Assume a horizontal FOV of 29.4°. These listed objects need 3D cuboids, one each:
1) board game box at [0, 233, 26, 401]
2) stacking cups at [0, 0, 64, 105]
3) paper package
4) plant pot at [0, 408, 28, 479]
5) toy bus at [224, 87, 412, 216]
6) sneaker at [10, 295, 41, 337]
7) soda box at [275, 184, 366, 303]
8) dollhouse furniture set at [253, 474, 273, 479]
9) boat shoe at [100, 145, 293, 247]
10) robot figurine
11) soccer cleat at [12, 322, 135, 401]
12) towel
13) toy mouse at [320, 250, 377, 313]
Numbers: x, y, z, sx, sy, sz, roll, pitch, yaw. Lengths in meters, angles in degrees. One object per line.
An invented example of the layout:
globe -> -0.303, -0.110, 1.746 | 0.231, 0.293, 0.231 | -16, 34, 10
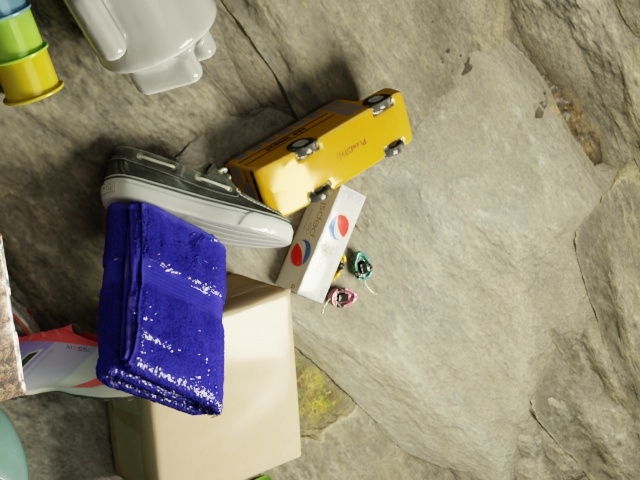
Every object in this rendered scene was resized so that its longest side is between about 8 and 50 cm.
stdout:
board game box -> -0.545, 0.085, 1.678 | 0.141, 0.291, 0.232 | -17, 111, -35
stacking cups -> -0.463, -0.358, 1.761 | 0.096, 0.096, 0.316 | -28, 115, -30
paper package -> -0.200, 0.247, 2.080 | 0.309, 0.168, 0.325 | -15, 110, -35
plant pot -> -0.552, 0.374, 1.813 | 0.290, 0.195, 0.290 | -11, 108, -37
toy bus -> 0.004, -0.159, 2.156 | 0.332, 0.130, 0.108 | -33, 119, -28
sneaker -> -0.489, 0.129, 1.901 | 0.065, 0.061, 0.158 | -30, 122, 2
soda box -> 0.000, 0.000, 2.233 | 0.069, 0.074, 0.216 | 26, 85, -40
dollhouse furniture set -> -0.115, 0.524, 2.316 | 0.076, 0.058, 0.152 | -15, 131, -43
boat shoe -> -0.190, -0.075, 1.995 | 0.335, 0.121, 0.119 | 18, 68, -27
robot figurine -> -0.287, -0.391, 1.814 | 0.300, 0.200, 0.353 | -73, 144, -50
soccer cleat -> -0.423, 0.179, 1.865 | 0.318, 0.108, 0.116 | 2, 98, -6
towel -> -0.231, 0.099, 1.865 | 0.227, 0.076, 0.308 | 24, 49, -34
toy mouse -> 0.053, 0.074, 2.323 | 0.143, 0.031, 0.161 | 26, 86, -40
